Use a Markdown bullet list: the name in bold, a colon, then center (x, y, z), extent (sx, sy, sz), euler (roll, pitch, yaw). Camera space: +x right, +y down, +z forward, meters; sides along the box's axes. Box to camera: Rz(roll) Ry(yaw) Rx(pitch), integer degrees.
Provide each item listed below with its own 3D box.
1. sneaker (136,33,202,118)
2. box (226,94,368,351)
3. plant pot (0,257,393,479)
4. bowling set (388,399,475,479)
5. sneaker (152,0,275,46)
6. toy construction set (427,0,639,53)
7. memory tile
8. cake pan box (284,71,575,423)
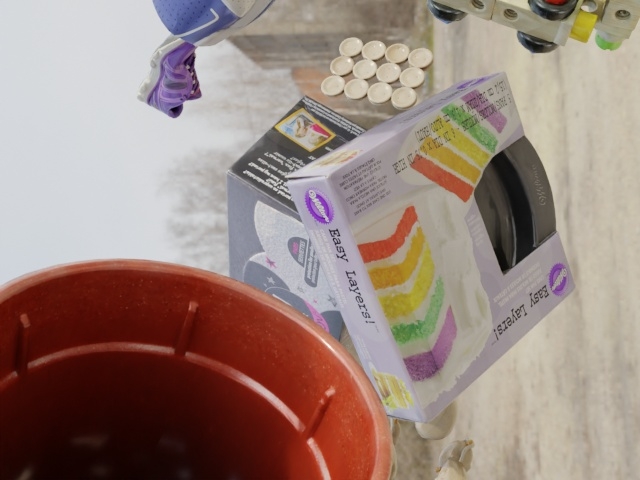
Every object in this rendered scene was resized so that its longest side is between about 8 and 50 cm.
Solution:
- **sneaker**: center (-0.170, -0.210, 1.058), extent (0.068, 0.071, 0.170), euler (-56, 6, -31)
- **box**: center (0.000, 0.000, 0.937), extent (0.142, 0.163, 0.247), euler (-49, -18, -30)
- **plant pot**: center (-0.125, 0.196, 0.575), extent (0.272, 0.272, 0.265), euler (-84, 13, -62)
- **bowling set**: center (0.122, 0.316, 1.091), extent (0.200, 0.287, 0.154), euler (47, -161, -4)
- **sneaker**: center (-0.070, -0.291, 0.663), extent (0.182, 0.315, 0.128), euler (-14, -108, -50)
- **toy construction set**: center (0.224, -0.304, 0.903), extent (0.215, 0.327, 0.151), euler (-63, -27, -22)
- **memory tile**: center (0.084, -0.246, 1.260), extent (0.012, 0.148, 0.113), euler (66, -138, -59)
- **cake pan box**: center (0.120, -0.002, 0.810), extent (0.266, 0.070, 0.246), euler (-31, -71, -35)
